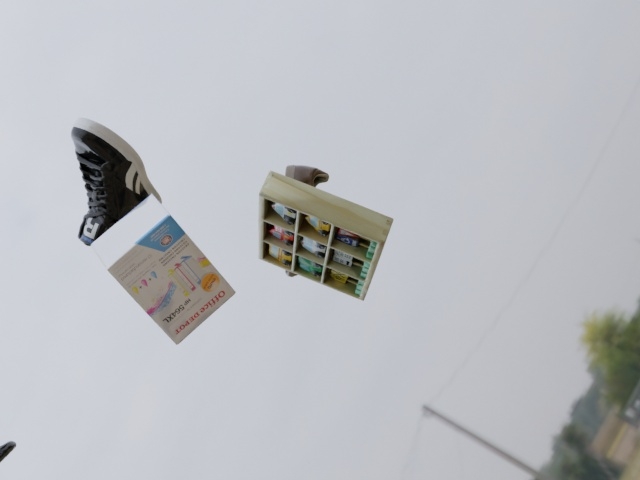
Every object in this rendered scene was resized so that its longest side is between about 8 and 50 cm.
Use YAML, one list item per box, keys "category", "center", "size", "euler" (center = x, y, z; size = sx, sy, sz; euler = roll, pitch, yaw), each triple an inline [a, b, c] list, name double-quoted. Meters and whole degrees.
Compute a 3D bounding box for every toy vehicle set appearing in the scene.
- category: "toy vehicle set"
  center: [0.000, 0.000, 1.486]
  size: [0.267, 0.166, 0.035]
  euler: [99, -167, -71]

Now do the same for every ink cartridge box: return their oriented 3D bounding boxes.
- category: "ink cartridge box"
  center: [-0.170, 0.038, 1.249]
  size: [0.092, 0.090, 0.143]
  euler: [-41, -62, -6]

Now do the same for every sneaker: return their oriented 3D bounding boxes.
- category: "sneaker"
  center: [-0.021, -0.034, 1.680]
  size: [0.066, 0.071, 0.188]
  euler: [96, 175, -63]
- category: "sneaker"
  center: [-0.282, -0.056, 1.458]
  size: [0.121, 0.079, 0.217]
  euler: [-61, -27, -19]

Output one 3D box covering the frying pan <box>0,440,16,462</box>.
- category: "frying pan"
  center: [-0.373, 0.245, 1.064]
  size: [0.197, 0.053, 0.326]
  euler: [-35, 7, 40]
